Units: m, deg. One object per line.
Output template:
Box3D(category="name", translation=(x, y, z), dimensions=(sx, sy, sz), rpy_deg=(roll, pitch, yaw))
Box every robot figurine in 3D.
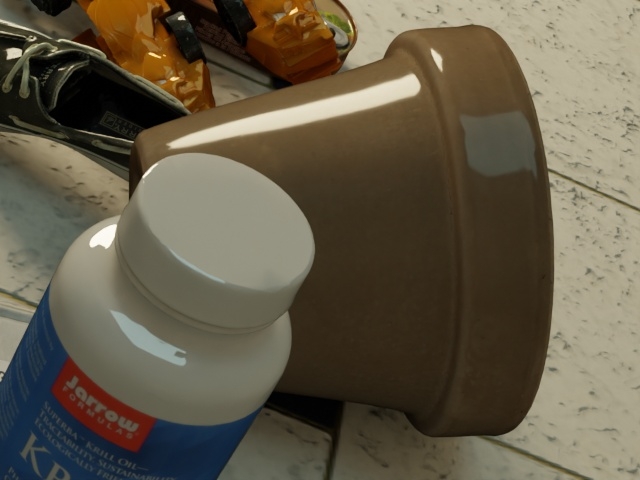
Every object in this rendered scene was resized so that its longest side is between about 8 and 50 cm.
Box3D(category="robot figurine", translation=(-0.119, -0.201, 1.434), dimensions=(0.211, 0.085, 0.291), rpy_deg=(-29, 61, -8))

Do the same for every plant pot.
Box3D(category="plant pot", translation=(0.000, 0.000, 1.227), dimensions=(0.229, 0.263, 0.263), rpy_deg=(-4, 46, -10))

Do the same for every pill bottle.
Box3D(category="pill bottle", translation=(-0.089, 0.064, 0.980), dimensions=(0.124, 0.221, 0.124), rpy_deg=(18, 39, -15))

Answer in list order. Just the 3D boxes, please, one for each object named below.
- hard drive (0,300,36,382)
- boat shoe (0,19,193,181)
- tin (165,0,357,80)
Box3D(category="hard drive", translation=(-0.266, 0.108, 1.049), dimensions=(0.338, 0.064, 0.237), rpy_deg=(17, 40, -17))
Box3D(category="boat shoe", translation=(-0.177, -0.104, 1.304), dimensions=(0.219, 0.070, 0.078), rpy_deg=(21, 72, 5))
Box3D(category="tin", translation=(-0.062, -0.187, 1.537), dimensions=(0.189, 0.040, 0.106), rpy_deg=(27, 42, -3))
